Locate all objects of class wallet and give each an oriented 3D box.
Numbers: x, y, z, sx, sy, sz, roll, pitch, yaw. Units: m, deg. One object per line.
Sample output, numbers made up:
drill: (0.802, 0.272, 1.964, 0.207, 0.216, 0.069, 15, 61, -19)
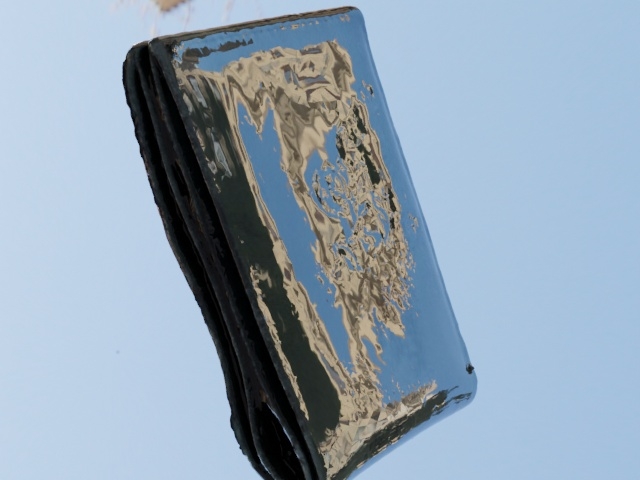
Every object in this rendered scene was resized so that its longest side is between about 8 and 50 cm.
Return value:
wallet: (-0.001, 0.001, 1.116, 0.054, 0.251, 0.290, -18, -90, 30)
